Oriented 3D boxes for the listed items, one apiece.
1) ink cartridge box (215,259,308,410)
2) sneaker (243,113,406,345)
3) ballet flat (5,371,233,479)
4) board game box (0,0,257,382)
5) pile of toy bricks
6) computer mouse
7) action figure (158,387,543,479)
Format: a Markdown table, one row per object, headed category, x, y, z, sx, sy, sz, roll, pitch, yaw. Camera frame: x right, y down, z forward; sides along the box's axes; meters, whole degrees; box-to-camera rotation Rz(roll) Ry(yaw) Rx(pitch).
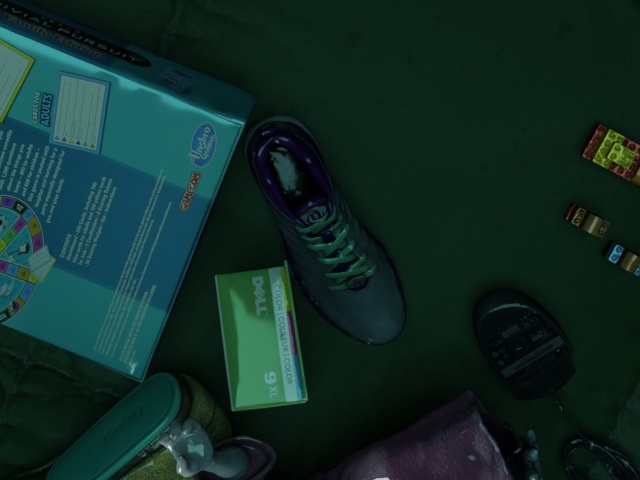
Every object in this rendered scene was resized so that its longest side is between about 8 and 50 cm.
| category | x | y | z | sx | sy | sz | roll | pitch | yaw |
| --- | --- | --- | --- | --- | --- | --- | --- | --- | --- |
| ink cartridge box | -0.047 | 0.081 | 1.114 | 0.062 | 0.209 | 0.108 | -7 | 84 | -2 |
| sneaker | 0.000 | 0.000 | 1.167 | 0.083 | 0.098 | 0.223 | -32 | 97 | 4 |
| ballet flat | -0.222 | 0.247 | 1.203 | 0.349 | 0.123 | 0.123 | -35 | 97 | 6 |
| board game box | -0.254 | -0.063 | 1.136 | 0.336 | 0.079 | 0.253 | 23 | 113 | -3 |
| pile of toy bricks | 0.314 | -0.011 | 1.164 | 0.212 | 0.105 | 0.118 | 26 | 97 | -4 |
| computer mouse | 0.213 | 0.140 | 1.225 | 0.071 | 0.041 | 0.242 | -31 | 104 | 13 |
| action figure | 0.005 | 0.230 | 1.142 | 0.370 | 0.276 | 0.248 | -13 | 93 | 9 |
